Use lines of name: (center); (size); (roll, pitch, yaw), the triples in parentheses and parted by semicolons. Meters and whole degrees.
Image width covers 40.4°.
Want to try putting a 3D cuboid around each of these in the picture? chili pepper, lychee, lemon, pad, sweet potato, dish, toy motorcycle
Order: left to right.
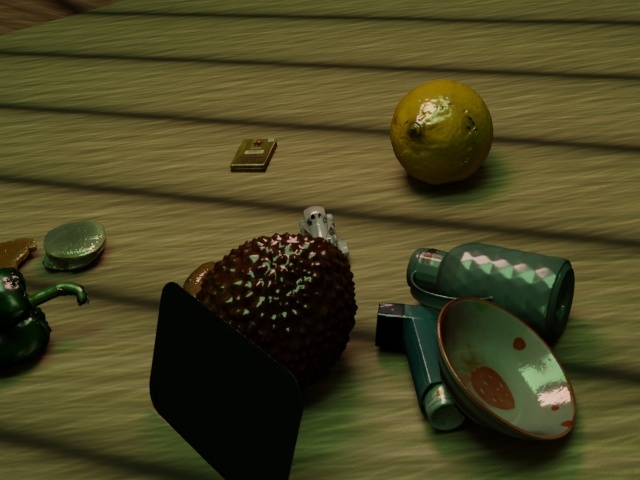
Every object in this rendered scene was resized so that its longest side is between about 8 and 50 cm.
chili pepper: (-0.569, 0.136, 1.625); (0.261, 0.174, 0.165); (-25, 13, -21)
sweet potato: (-0.239, 0.106, 1.688); (0.065, 0.051, 0.218); (-1, 35, 7)
pad: (-0.131, 0.203, 1.334); (0.063, 0.315, 0.375); (-9, 29, -41)
lychee: (-0.074, 0.118, 1.456); (0.275, 0.304, 0.276); (27, 31, -18)
toy motorcycle: (0.000, 0.000, 1.742); (0.112, 0.112, 0.254); (-10, 33, -2)
lemon: (0.271, -0.246, 1.941); (0.228, 0.228, 0.253); (2, 35, 15)
dish: (0.265, 0.214, 1.341); (0.260, 0.085, 0.260); (24, 37, -19)

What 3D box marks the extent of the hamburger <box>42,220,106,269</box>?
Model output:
hamburger: (-0.530, 0.012, 1.879); (0.140, 0.062, 0.133); (-3, 39, 5)

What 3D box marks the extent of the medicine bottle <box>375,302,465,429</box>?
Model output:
medicine bottle: (0.168, 0.201, 1.439); (0.124, 0.079, 0.258); (-2, 35, -8)

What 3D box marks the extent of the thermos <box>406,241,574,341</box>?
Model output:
thermos: (0.284, 0.084, 1.527); (0.286, 0.145, 0.182); (11, 26, 28)

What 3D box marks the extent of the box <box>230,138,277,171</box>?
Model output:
box: (-0.165, -0.212, 2.158); (0.090, 0.023, 0.133); (1, 35, 11)

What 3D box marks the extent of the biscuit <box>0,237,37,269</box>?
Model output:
biscuit: (-0.730, 0.062, 1.871); (0.250, 0.035, 0.162); (-25, 37, -22)
